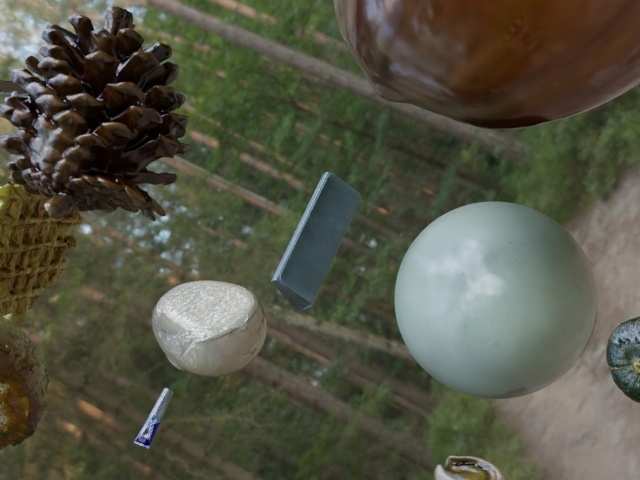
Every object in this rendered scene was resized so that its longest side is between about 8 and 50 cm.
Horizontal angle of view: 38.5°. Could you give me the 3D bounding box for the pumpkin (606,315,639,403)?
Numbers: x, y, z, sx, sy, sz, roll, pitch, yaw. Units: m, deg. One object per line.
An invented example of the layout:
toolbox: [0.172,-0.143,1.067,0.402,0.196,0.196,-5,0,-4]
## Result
pumpkin: [0.675,0.244,1.862,0.146,0.190,0.190,-40,-26,-55]

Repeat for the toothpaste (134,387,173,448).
toothpaste: [-0.222,0.237,1.231,0.015,0.024,0.083,73,-145,-57]

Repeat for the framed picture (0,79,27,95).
framed picture: [-0.528,-0.220,1.216,0.281,0.209,0.019,2,-84,-48]

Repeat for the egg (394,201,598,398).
egg: [0.199,0.067,1.052,0.229,0.230,0.371,-64,-7,-1]

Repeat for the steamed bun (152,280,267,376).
steamed bun: [-0.195,0.161,1.618,0.177,0.228,0.130,-37,-53,-36]

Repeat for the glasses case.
glasses case: [0.000,0.000,1.749,0.105,0.056,0.266,52,-130,-38]

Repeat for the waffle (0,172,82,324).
waffle: [-0.489,-0.015,1.554,0.312,0.060,0.307,97,-166,-60]

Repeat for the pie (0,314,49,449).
pie: [-0.446,0.146,0.995,0.092,0.315,0.315,-91,13,-47]

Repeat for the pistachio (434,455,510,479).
pistachio: [0.342,0.550,1.934,0.138,0.238,0.153,-14,-38,-46]

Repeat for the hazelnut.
hazelnut: [0.160,-0.276,0.773,0.315,0.372,0.372,27,-92,-43]

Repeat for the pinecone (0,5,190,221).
pinecone: [-0.216,-0.125,0.903,0.168,0.186,0.212,-90,14,-83]
